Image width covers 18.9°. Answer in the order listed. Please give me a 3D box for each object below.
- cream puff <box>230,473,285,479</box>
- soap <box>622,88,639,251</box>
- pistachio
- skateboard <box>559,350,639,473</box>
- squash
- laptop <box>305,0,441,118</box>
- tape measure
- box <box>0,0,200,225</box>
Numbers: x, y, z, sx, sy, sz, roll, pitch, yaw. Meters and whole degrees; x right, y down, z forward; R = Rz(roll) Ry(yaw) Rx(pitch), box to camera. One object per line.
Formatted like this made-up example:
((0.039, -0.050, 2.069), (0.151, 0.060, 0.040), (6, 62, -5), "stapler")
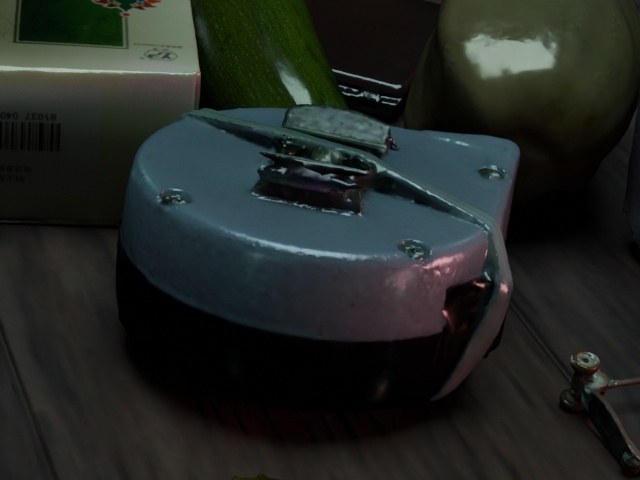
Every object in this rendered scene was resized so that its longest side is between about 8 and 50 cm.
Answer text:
((-0.012, 0.115, 0.713), (0.083, 0.058, 0.083), (24, 31, 31), "cream puff")
((0.393, -0.041, 0.986), (0.446, 0.156, 0.261), (-2, 31, -15), "soap")
((0.109, -0.095, 1.037), (0.129, 0.131, 0.206), (-16, 25, 22), "pistachio")
((0.157, 0.073, 0.861), (0.083, 0.032, 0.064), (-9, 43, -22), "skateboard")
((-0.038, -0.124, 1.087), (0.071, 0.080, 0.318), (-34, 41, 16), "squash")
((-0.028, -0.132, 1.190), (0.207, 0.026, 0.154), (15, 28, 12), "laptop")
((-0.001, 0.002, 0.874), (0.182, 0.107, 0.181), (10, 22, -1), "tape measure")
((-0.173, -0.086, 1.003), (0.212, 0.095, 0.168), (2, 32, -9), "box")
